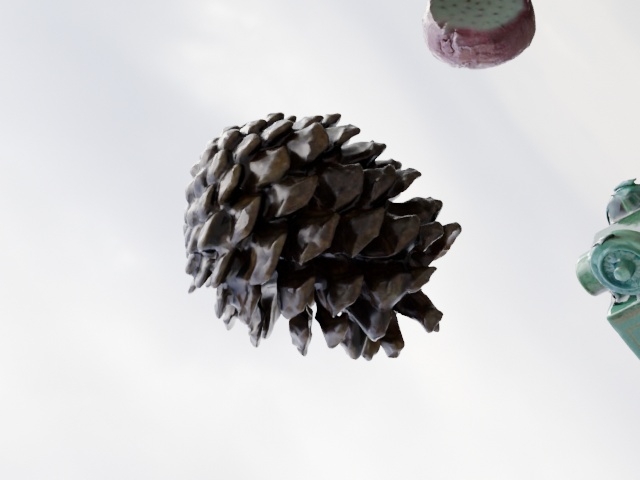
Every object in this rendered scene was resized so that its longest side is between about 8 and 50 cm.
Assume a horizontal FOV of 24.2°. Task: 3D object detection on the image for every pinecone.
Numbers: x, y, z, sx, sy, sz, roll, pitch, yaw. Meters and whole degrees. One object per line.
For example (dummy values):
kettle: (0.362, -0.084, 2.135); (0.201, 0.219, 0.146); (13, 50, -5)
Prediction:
pinecone: (-0.001, -0.005, 1.111); (0.205, 0.184, 0.179); (12, 164, -1)

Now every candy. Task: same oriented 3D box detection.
candy: (0.141, -0.195, 1.337); (0.103, 0.103, 0.043); (-111, 11, -48)

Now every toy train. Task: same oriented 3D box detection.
toy train: (0.392, 0.008, 1.398); (0.194, 0.298, 0.120); (49, -143, -13)
